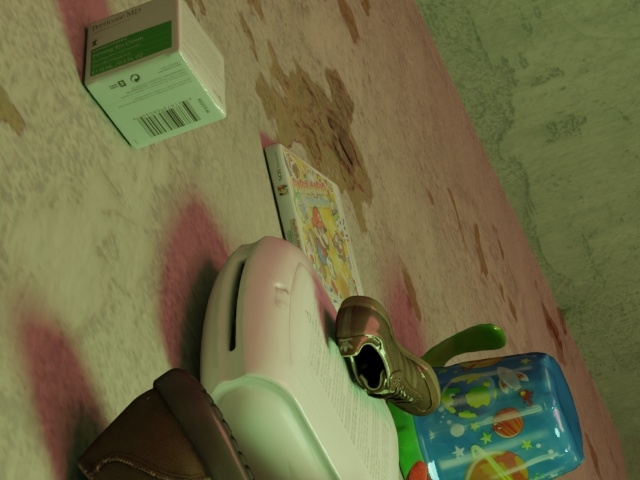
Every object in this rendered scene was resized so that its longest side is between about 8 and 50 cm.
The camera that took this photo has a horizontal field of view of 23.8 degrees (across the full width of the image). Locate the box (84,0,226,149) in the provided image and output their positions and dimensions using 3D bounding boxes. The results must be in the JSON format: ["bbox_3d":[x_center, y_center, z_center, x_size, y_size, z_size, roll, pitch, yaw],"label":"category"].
[{"bbox_3d":[-0.155,-0.160,1.436,0.102,0.101,0.087,56,22,-45],"label":"box"}]

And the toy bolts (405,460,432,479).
[{"bbox_3d":[0.076,0.368,1.690,0.218,0.158,0.228,26,42,-10],"label":"toy bolts"}]

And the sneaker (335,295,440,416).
[{"bbox_3d":[0.063,0.138,1.560,0.188,0.066,0.071,53,39,-37],"label":"sneaker"}]

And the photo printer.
[{"bbox_3d":[-0.022,0.163,1.526,0.256,0.107,0.307,-85,152,-56],"label":"photo printer"}]

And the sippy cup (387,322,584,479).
[{"bbox_3d":[0.236,0.259,2.093,0.240,0.224,0.305,22,52,-71],"label":"sippy cup"}]

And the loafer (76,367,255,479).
[{"bbox_3d":[-0.081,0.283,1.189,0.366,0.130,0.134,65,-10,-6],"label":"loafer"}]

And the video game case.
[{"bbox_3d":[0.000,0.000,1.937,0.227,0.026,0.206,30,44,-67],"label":"video game case"}]
